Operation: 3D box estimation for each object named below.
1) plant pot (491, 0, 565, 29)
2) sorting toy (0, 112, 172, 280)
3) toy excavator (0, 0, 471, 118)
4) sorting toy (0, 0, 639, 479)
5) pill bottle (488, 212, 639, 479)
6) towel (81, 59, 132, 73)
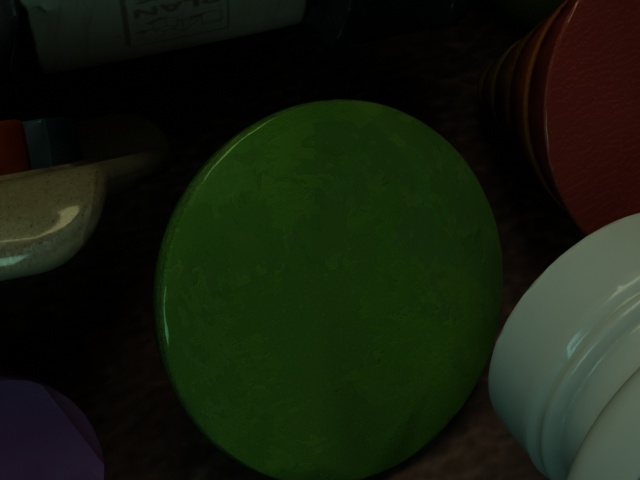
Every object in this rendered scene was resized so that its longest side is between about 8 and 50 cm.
[{"bbox_3d":[0.134,-0.232,0.735,0.275,0.293,0.274,-2,42,2],"label":"plant pot"},{"bbox_3d":[-0.210,-0.003,0.608,0.307,0.041,0.229,-10,9,2],"label":"sorting toy"},{"bbox_3d":[-0.102,-0.260,0.748,0.222,0.433,0.445,-12,68,-6],"label":"toy excavator"},{"bbox_3d":[0.000,0.000,0.659,0.366,0.127,0.126,-28,19,-22],"label":"sorting toy"},{"bbox_3d":[0.144,0.091,0.512,0.124,0.124,0.221,-23,45,-20],"label":"pill bottle"},{"bbox_3d":[-0.124,-0.203,0.916,0.243,0.040,0.336,13,44,20],"label":"towel"}]
